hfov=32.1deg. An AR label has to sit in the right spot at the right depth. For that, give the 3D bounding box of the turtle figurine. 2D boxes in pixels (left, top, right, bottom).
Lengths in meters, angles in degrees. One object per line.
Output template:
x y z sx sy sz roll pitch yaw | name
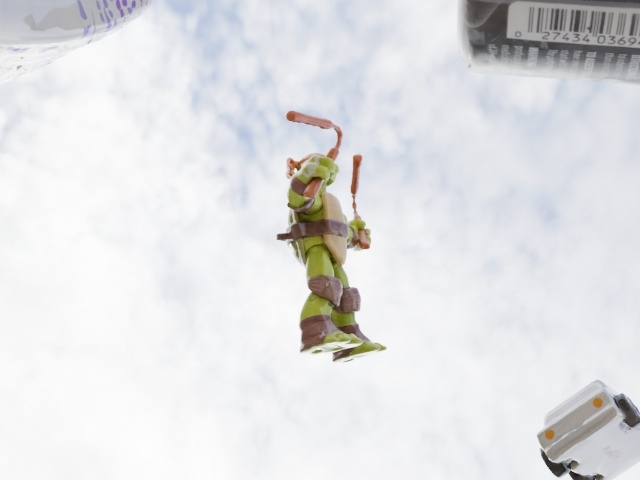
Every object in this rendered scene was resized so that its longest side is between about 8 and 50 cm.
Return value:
0.000 0.000 1.053 0.087 0.269 0.217 -10 -107 8 | turtle figurine

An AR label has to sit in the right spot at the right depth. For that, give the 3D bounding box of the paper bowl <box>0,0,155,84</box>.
-0.187 -0.190 0.426 0.148 0.284 0.284 -14 -87 34 | paper bowl

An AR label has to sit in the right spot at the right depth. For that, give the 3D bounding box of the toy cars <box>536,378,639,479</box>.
0.357 0.164 1.151 0.087 0.393 0.176 60 -34 32 | toy cars

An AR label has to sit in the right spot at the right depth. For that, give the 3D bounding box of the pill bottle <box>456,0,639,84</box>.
0.188 -0.128 0.481 0.245 0.130 0.130 6 -75 10 | pill bottle
